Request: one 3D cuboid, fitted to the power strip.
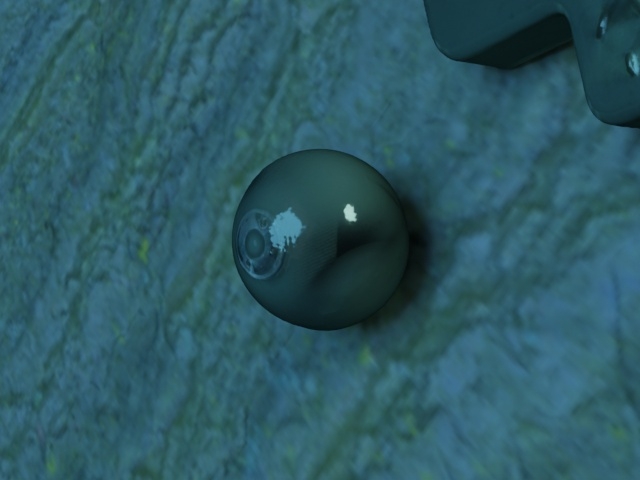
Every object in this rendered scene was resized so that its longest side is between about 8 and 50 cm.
[{"bbox_3d":[0.158,-0.152,0.629,0.265,0.059,0.193,-22,73,49],"label":"power strip"}]

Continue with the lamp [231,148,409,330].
[{"bbox_3d":[0.000,0.000,0.726,0.105,0.105,0.105,-17,65,41],"label":"lamp"}]
